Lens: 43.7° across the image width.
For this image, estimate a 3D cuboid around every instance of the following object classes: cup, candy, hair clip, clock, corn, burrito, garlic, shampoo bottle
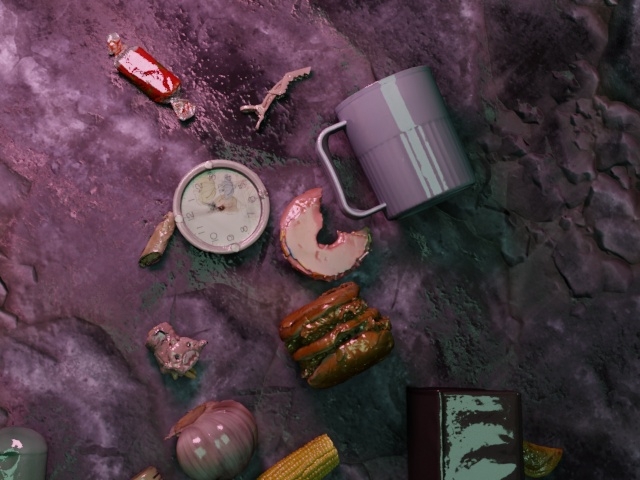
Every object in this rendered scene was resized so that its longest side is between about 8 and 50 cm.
[{"bbox_3d":[0.189,-0.220,1.939,0.331,0.257,0.311,-22,86,-39],"label":"cup"},{"bbox_3d":[-0.426,-0.409,1.983,0.292,0.059,0.086,39,76,-2],"label":"candy"},{"bbox_3d":[-0.113,-0.382,2.043,0.072,0.034,0.226,41,76,0],"label":"hair clip"},{"bbox_3d":[-0.243,-0.080,1.961,0.237,0.053,0.236,1,83,-10],"label":"clock"},{"bbox_3d":[-0.065,0.549,1.866,0.244,0.093,0.093,-35,88,-14],"label":"corn"},{"bbox_3d":[-0.389,-0.002,1.927,0.041,0.055,0.149,36,73,-34],"label":"burrito"},{"bbox_3d":[-0.270,0.483,1.833,0.207,0.207,0.256,27,112,-4],"label":"garlic"},{"bbox_3d":[-0.368,0.599,1.812,0.079,0.079,0.162,-34,87,-13],"label":"shampoo bottle"},{"bbox_3d":[-0.674,0.580,1.729,0.222,0.151,0.349,3,79,-7],"label":"shampoo bottle"}]

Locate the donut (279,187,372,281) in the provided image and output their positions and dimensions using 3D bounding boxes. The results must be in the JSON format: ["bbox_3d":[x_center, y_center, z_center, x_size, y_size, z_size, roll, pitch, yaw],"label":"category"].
[{"bbox_3d":[0.000,0.000,1.972,0.233,0.085,0.199,41,76,-1],"label":"donut"}]

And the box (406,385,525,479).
[{"bbox_3d":[0.332,0.514,1.855,0.205,0.251,0.344,1,81,-9],"label":"box"}]

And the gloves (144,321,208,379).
[{"bbox_3d":[-0.344,0.259,1.871,0.144,0.094,0.110,24,66,3],"label":"gloves"}]

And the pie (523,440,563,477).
[{"bbox_3d":[0.525,0.543,1.995,0.170,0.034,0.092,20,76,-12],"label":"pie"}]

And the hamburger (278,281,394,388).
[{"bbox_3d":[0.048,0.218,1.873,0.261,0.245,0.211,-25,83,-33],"label":"hamburger"}]
